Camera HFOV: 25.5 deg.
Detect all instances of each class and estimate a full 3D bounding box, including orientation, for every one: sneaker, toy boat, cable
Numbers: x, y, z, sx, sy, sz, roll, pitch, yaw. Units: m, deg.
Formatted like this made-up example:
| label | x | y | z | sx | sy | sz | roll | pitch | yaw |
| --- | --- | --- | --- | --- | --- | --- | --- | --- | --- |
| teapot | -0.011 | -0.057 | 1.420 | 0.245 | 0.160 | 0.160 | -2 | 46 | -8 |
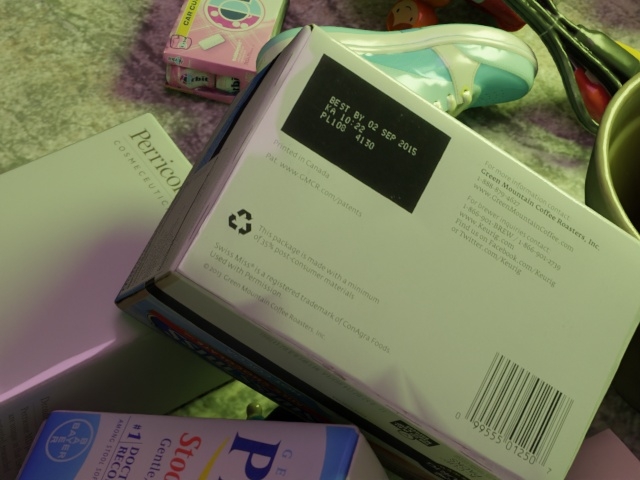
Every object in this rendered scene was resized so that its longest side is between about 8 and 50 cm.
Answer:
| label | x | y | z | sx | sy | sz | roll | pitch | yaw |
| --- | --- | --- | --- | --- | --- | --- | --- | --- | --- |
| sneaker | 0.098 | -0.118 | 1.506 | 0.319 | 0.127 | 0.208 | -4 | 63 | -15 |
| toy boat | 0.128 | -0.291 | 1.631 | 0.231 | 0.151 | 0.151 | 29 | 9 | -18 |
| cable | 0.262 | -0.215 | 1.566 | 0.287 | 0.072 | 0.139 | 36 | 66 | -10 |

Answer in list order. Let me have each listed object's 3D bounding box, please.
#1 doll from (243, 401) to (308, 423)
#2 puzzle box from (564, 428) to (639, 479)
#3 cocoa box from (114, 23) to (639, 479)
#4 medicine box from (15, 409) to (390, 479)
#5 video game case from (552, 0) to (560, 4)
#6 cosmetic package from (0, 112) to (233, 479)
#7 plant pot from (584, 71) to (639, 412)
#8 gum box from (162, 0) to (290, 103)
| label | x | y | z | sx | sy | sz | roll | pitch | yaw |
| --- | --- | --- | --- | --- | --- | --- | --- | --- | --- |
| doll | -0.007 | 0.177 | 1.302 | 0.129 | 0.046 | 0.189 | 27 | 54 | 15 |
| puzzle box | 0.131 | 0.332 | 1.107 | 0.409 | 0.052 | 0.272 | -24 | 41 | -11 |
| cocoa box | 0.048 | 0.034 | 1.153 | 0.347 | 0.228 | 0.231 | 32 | 72 | -12 |
| medicine box | -0.110 | 0.280 | 1.083 | 0.289 | 0.149 | 0.263 | -2 | 47 | 26 |
| video game case | 0.178 | -0.402 | 1.788 | 0.285 | 0.025 | 0.204 | 14 | 52 | 4 |
| cosmetic package | -0.291 | 0.087 | 1.267 | 0.453 | 0.161 | 0.230 | -27 | 60 | -25 |
| plant pot | 0.380 | 0.030 | 1.314 | 0.323 | 0.280 | 0.323 | 4 | 53 | -5 |
| gum box | -0.104 | -0.238 | 1.602 | 0.107 | 0.062 | 0.188 | 12 | 52 | 3 |
